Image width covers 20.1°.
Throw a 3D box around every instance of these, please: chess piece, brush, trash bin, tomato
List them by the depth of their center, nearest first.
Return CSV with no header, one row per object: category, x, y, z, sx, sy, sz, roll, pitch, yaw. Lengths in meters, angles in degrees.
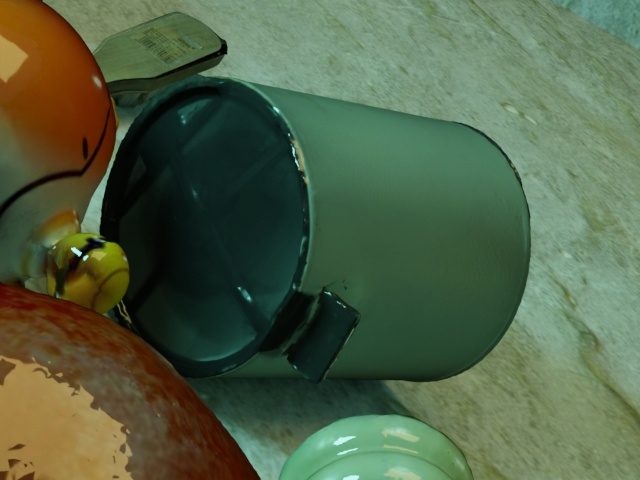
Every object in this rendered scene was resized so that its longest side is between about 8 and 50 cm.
tomato,-0.134,0.112,0.814,0.338,0.143,0.338,27,-23,13
chess piece,0.041,0.224,1.072,0.133,0.133,0.243,25,26,-16
trash bin,0.000,0.000,1.374,0.262,0.217,0.277,7,34,-47
brush,-0.200,-0.142,1.662,0.070,0.065,0.327,42,32,11

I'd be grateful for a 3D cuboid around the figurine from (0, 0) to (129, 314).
figurine,-0.259,-0.065,1.199,0.320,0.196,0.323,25,31,0
